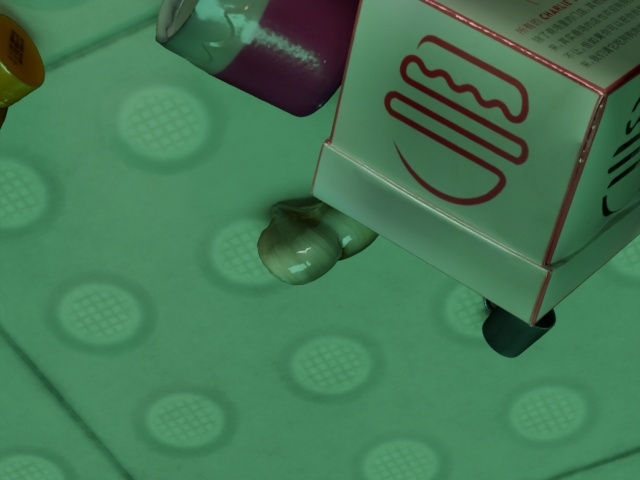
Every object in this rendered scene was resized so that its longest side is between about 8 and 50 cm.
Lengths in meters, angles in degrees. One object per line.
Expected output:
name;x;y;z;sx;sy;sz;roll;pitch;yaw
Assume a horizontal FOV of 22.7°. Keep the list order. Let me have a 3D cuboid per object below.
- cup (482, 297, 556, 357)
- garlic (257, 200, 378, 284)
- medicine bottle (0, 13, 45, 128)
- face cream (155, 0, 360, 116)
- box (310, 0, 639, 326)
cup;0.263;0.105;2.206;0.100;0.078;0.077;45;126;7
garlic;0.000;-0.005;2.075;0.174;0.124;0.099;-30;113;-11
medicine bottle;-0.442;-0.169;1.892;0.222;0.149;0.112;-30;125;20
face cream;-0.066;-0.256;1.819;0.195;0.175;0.175;25;124;-21
box;0.219;-0.150;1.761;0.312;0.314;0.300;32;130;23
